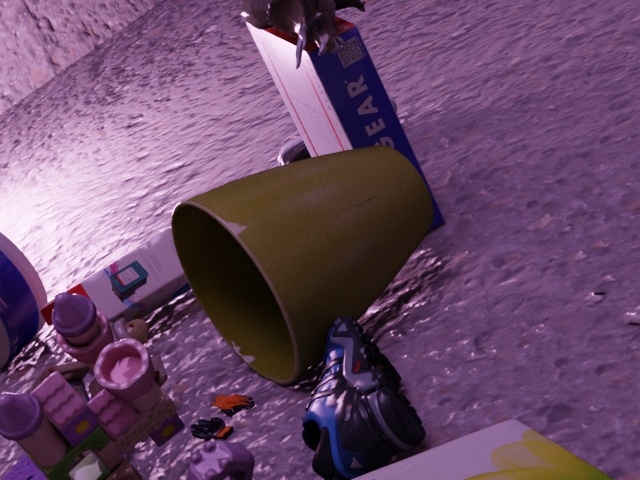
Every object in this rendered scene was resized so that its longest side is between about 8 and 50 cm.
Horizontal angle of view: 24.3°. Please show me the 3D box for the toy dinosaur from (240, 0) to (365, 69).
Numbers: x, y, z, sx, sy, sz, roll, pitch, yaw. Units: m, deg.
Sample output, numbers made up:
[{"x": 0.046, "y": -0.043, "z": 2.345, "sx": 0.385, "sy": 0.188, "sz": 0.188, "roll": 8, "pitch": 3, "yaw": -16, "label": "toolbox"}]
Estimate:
[{"x": -0.045, "y": -0.338, "z": 2.063, "sx": 0.160, "sy": 0.121, "sz": 0.313, "roll": -23, "pitch": 25, "yaw": -24, "label": "toy dinosaur"}]

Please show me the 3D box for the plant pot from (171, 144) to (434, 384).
[{"x": 0.000, "y": 0.000, "z": 1.984, "sx": 0.293, "sy": 0.275, "sz": 0.275, "roll": -32, "pitch": 23, "yaw": -23, "label": "plant pot"}]

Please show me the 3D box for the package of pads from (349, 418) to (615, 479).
[{"x": 0.124, "y": 0.283, "z": 1.388, "sx": 0.296, "sy": 0.101, "sz": 0.229, "roll": -18, "pitch": 20, "yaw": -19, "label": "package of pads"}]

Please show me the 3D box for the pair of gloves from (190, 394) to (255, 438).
[{"x": -0.128, "y": 0.230, "z": 1.942, "sx": 0.074, "sy": 0.010, "sz": 0.083, "roll": -1, "pitch": 37, "yaw": 43, "label": "pair of gloves"}]

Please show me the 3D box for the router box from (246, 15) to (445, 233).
[{"x": 0.034, "y": -0.180, "z": 2.221, "sx": 0.082, "sy": 0.335, "sz": 0.301, "roll": -31, "pitch": 25, "yaw": -9, "label": "router box"}]

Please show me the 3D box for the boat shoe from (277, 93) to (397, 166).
[{"x": 0.031, "y": -0.171, "z": 2.533, "sx": 0.228, "sy": 0.080, "sz": 0.076, "roll": -26, "pitch": 29, "yaw": 5, "label": "boat shoe"}]

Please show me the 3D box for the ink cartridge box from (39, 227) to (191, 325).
[{"x": -0.307, "y": 0.085, "z": 2.280, "sx": 0.231, "sy": 0.078, "sz": 0.134, "roll": -32, "pitch": -10, "yaw": -11, "label": "ink cartridge box"}]

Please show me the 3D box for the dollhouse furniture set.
[{"x": -0.272, "y": 0.227, "z": 1.941, "sx": 0.183, "sy": 0.129, "sz": 0.129, "roll": -11, "pitch": -21, "yaw": -33, "label": "dollhouse furniture set"}]

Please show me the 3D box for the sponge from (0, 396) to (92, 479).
[{"x": -0.348, "y": 0.288, "z": 2.029, "sx": 0.117, "sy": 0.031, "sz": 0.210, "roll": -8, "pitch": 29, "yaw": 38, "label": "sponge"}]

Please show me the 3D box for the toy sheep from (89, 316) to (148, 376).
[{"x": -0.307, "y": 0.162, "z": 2.185, "sx": 0.132, "sy": 0.091, "sz": 0.091, "roll": -41, "pitch": 23, "yaw": 5, "label": "toy sheep"}]

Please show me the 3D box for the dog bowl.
[{"x": -0.575, "y": 0.083, "z": 2.399, "sx": 0.265, "sy": 0.265, "sz": 0.104, "roll": -7, "pitch": 33, "yaw": 39, "label": "dog bowl"}]

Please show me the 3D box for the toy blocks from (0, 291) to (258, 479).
[{"x": -0.281, "y": 0.229, "z": 1.658, "sx": 0.288, "sy": 0.260, "sz": 0.309, "roll": -42, "pitch": 56, "yaw": -14, "label": "toy blocks"}]

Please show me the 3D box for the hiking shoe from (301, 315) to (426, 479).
[{"x": 0.024, "y": 0.183, "z": 1.757, "sx": 0.132, "sy": 0.113, "sz": 0.304, "roll": -37, "pitch": 15, "yaw": 5, "label": "hiking shoe"}]
